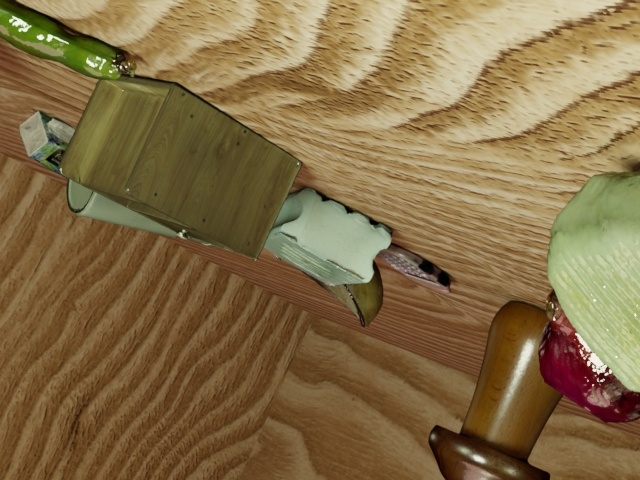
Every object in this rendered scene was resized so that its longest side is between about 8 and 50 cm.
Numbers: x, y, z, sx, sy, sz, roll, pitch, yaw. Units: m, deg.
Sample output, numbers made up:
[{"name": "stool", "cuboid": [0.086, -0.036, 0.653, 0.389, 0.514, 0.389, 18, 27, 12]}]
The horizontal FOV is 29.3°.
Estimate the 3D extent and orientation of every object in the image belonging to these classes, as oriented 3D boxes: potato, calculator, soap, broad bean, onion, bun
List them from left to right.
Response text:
[{"name": "broad bean", "cuboid": [-0.321, -0.231, 1.351, 0.254, 0.046, 0.065, 24, 167, -3]}, {"name": "soap", "cuboid": [0.000, 0.000, 1.799, 0.150, 0.094, 0.261, 25, 174, -9]}, {"name": "potato", "cuboid": [0.025, 0.021, 2.019, 0.261, 0.100, 0.120, 38, 150, 43]}, {"name": "calculator", "cuboid": [0.148, 0.043, 1.906, 0.103, 0.024, 0.166, 18, 168, 44]}, {"name": "onion", "cuboid": [0.342, 0.137, 1.533, 0.218, 0.140, 0.195, 33, 176, -34]}, {"name": "bun", "cuboid": [0.274, 0.027, 0.889, 0.204, 0.126, 0.212, 55, 156, -20]}]

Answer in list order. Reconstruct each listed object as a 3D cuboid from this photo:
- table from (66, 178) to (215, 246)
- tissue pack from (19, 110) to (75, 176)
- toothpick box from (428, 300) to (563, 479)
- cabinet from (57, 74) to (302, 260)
[{"name": "table", "cuboid": [-0.238, -0.075, 1.756, 0.220, 0.126, 0.126, 14, 180, -31]}, {"name": "tissue pack", "cuboid": [-0.476, -0.178, 2.226, 0.111, 0.079, 0.085, 35, -157, -51]}, {"name": "toothpick box", "cuboid": [0.287, 0.251, 1.853, 0.192, 0.294, 0.192, 24, 173, 3]}, {"name": "cabinet", "cuboid": [-0.173, -0.087, 1.510, 0.215, 0.148, 0.174, 29, 172, -40]}]
